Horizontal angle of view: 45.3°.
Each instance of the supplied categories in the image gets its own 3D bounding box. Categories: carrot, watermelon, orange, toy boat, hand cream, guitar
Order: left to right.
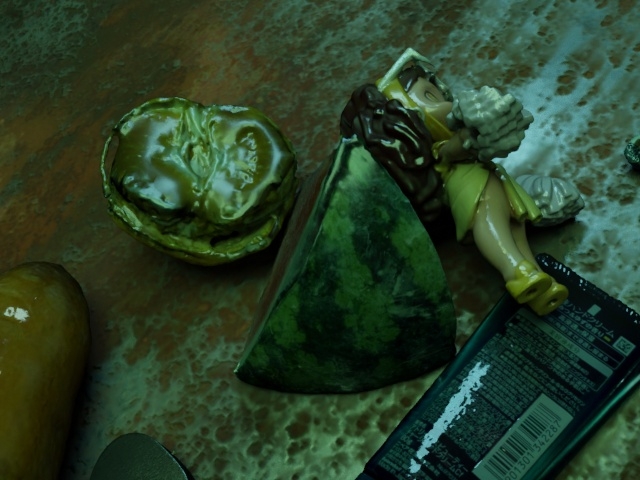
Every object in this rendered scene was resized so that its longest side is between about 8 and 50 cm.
[{"bbox_3d":[-0.248,0.108,0.596,0.159,0.159,0.225,2,50,17],"label":"carrot"},{"bbox_3d":[-0.187,0.246,0.559,0.088,0.025,0.233,35,74,29],"label":"guitar"},{"bbox_3d":[-0.103,-0.047,0.665,0.160,0.112,0.170,-37,80,-21],"label":"orange"},{"bbox_3d":[-0.008,0.011,0.581,0.136,0.207,0.202,-23,34,-30],"label":"watermelon"},{"bbox_3d":[0.122,0.124,0.531,0.120,0.061,0.270,36,70,29],"label":"hand cream"},{"bbox_3d":[0.284,-0.063,0.607,0.083,0.038,0.038,24,69,28],"label":"toy boat"}]

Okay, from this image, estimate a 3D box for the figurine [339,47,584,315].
[{"bbox_3d":[0.105,-0.048,0.586,0.115,0.175,0.240,-48,51,4],"label":"figurine"}]
